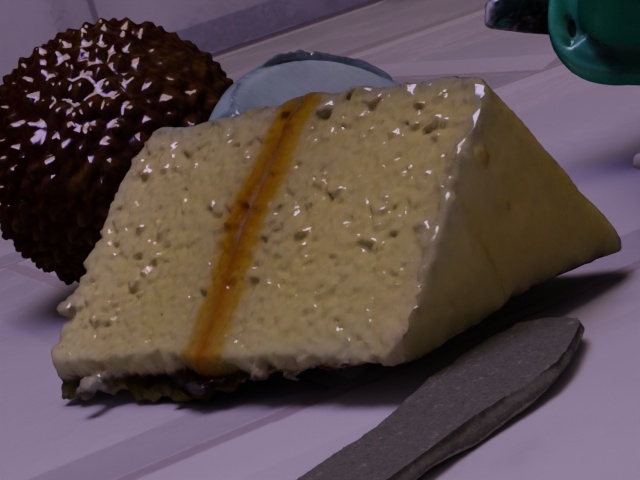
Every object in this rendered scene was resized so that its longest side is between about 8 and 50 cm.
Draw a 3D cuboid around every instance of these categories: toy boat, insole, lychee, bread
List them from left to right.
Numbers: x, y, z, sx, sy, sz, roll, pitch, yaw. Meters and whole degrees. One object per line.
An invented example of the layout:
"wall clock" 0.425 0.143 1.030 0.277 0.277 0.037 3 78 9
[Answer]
"lychee" -0.133 -0.052 1.126 0.188 0.188 0.188 -16 11 3
"bread" 0.000 0.000 0.848 0.178 0.141 0.266 -6 2 -44
"toy boat" 0.001 -0.048 1.071 0.079 0.134 0.207 -61 -7 25
"insole" 0.048 0.067 0.671 0.063 0.010 0.192 -9 14 40

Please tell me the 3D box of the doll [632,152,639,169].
"doll" 0.238 -0.057 0.875 0.161 0.059 0.160 -17 12 2

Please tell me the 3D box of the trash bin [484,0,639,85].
"trash bin" 0.221 -0.237 0.897 0.295 0.259 0.381 2 -11 11
